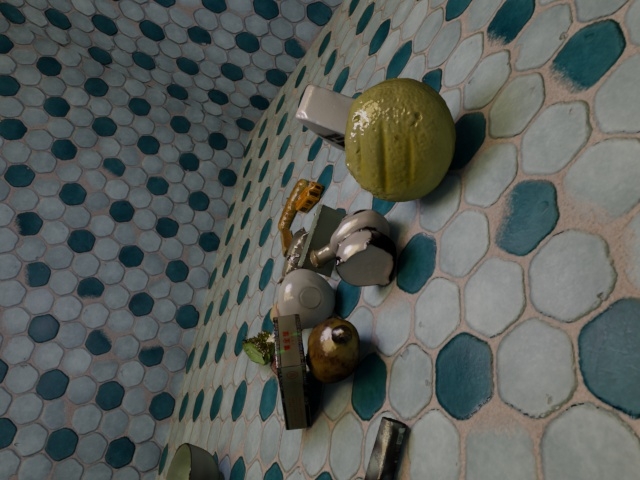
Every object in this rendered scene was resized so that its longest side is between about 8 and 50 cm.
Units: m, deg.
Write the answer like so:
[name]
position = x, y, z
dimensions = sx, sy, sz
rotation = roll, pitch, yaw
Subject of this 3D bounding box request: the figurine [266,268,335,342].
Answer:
[figurine]
position = -0.110, 0.254, 1.577
dimensions = 0.274, 0.226, 0.394
rotation = -49, 4, -25

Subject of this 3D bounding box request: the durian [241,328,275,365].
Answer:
[durian]
position = -0.245, 0.436, 1.828
dimensions = 0.375, 0.106, 0.132
rotation = 176, 84, -68

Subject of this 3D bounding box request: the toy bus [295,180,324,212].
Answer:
[toy bus]
position = -0.050, -0.193, 1.999
dimensions = 0.162, 0.069, 0.074
rotation = -44, 34, 47

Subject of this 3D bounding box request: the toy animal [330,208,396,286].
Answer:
[toy animal]
position = 0.124, 0.009, 1.315
dimensions = 0.187, 0.165, 0.235
rotation = -35, 36, 23

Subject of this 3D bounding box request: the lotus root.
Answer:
[lotus root]
position = 0.039, 0.307, 1.251
dimensions = 0.314, 0.141, 0.169
rotation = 119, 152, -61

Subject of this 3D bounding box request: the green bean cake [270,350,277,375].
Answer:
[green bean cake]
position = -0.128, 0.432, 1.648
dimensions = 0.135, 0.056, 0.136
rotation = 10, 80, 66

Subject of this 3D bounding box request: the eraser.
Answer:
[eraser]
position = 0.094, -0.446, 1.727
dimensions = 0.150, 0.331, 0.331
rotation = -69, 23, 3

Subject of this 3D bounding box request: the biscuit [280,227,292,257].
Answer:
[biscuit]
position = -0.160, 0.011, 2.091
dimensions = 0.188, 0.052, 0.056
rotation = -104, 29, -56

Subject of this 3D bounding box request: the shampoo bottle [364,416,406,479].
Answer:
[shampoo bottle]
position = 0.140, 0.506, 0.996
dimensions = 0.063, 0.057, 0.208
rotation = 4, 75, 58

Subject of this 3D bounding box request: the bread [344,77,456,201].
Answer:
[bread]
position = 0.207, -0.263, 1.199
dimensions = 0.320, 0.320, 0.237
rotation = -53, 9, 33

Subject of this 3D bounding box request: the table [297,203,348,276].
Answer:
[table]
position = 0.000, 0.000, 1.657
dimensions = 0.111, 0.121, 0.240
rotation = 2, 71, 66

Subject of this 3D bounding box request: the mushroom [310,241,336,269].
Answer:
[mushroom]
position = 0.054, 0.024, 1.519
dimensions = 0.223, 0.081, 0.092
rotation = -31, 11, 34

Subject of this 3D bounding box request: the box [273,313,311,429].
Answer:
[box]
position = -0.086, 0.402, 1.362
dimensions = 0.198, 0.084, 0.310
rotation = -102, 8, -53

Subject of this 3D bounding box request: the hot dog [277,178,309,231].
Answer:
[hot dog]
position = -0.137, -0.170, 2.190
dimensions = 0.088, 0.061, 0.286
rotation = 29, 98, 55

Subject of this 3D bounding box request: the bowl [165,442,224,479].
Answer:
[bowl]
position = -0.507, 1.021, 1.810
dimensions = 0.354, 0.185, 0.354
rotation = -47, 31, 41

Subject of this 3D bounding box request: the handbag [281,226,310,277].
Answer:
[handbag]
position = -0.083, 0.078, 1.774
dimensions = 0.182, 0.117, 0.270
rotation = -168, 93, -70
